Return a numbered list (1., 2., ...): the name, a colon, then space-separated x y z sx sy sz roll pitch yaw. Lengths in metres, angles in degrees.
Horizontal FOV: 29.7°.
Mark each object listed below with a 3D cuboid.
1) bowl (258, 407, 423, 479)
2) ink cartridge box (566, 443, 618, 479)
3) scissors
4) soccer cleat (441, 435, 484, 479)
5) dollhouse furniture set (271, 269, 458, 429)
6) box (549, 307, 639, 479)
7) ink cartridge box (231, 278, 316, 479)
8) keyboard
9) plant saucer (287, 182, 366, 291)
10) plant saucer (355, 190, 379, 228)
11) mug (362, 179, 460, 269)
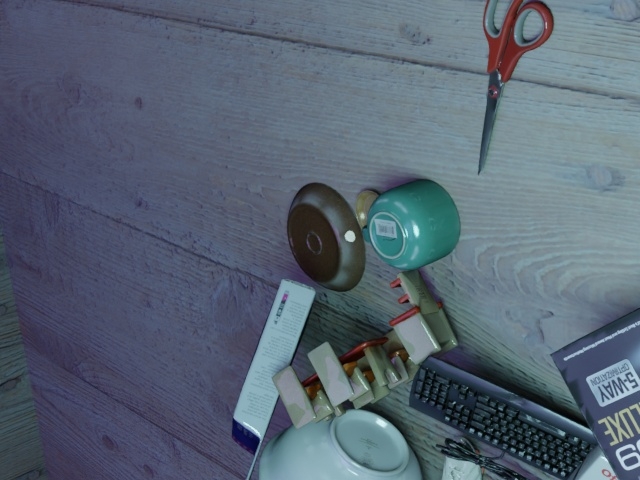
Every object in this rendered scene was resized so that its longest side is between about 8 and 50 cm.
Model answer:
1. bowl: 0.056 0.375 2.000 0.298 0.298 0.134 46 127 28
2. ink cartridge box: 0.413 0.364 1.658 0.148 0.086 0.203 35 136 11
3. scissors: 0.241 -0.229 1.677 0.109 0.021 0.297 45 139 25
4. soccer cleat: 0.221 0.413 1.971 0.068 0.076 0.196 26 126 44
5. dollhouse furniture set: 0.075 0.169 1.905 0.259 0.262 0.135 -35 75 26
6. box: 0.468 0.176 1.460 0.307 0.076 0.242 -33 80 35
7. ink cartridge box: -0.099 0.256 2.041 0.071 0.330 0.324 21 164 1
8. keyboard: 0.275 0.299 1.791 0.317 0.033 0.201 24 136 20
9. plant saucer: 0.000 0.000 2.087 0.198 0.036 0.199 27 127 42
10. plant saucer: 0.090 -0.043 1.965 0.083 0.015 0.083 27 128 42
11. mug: 0.128 -0.012 1.851 0.129 0.097 0.158 53 136 19
